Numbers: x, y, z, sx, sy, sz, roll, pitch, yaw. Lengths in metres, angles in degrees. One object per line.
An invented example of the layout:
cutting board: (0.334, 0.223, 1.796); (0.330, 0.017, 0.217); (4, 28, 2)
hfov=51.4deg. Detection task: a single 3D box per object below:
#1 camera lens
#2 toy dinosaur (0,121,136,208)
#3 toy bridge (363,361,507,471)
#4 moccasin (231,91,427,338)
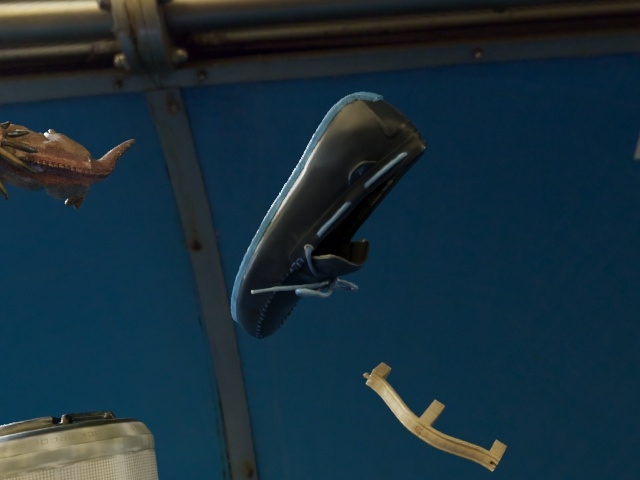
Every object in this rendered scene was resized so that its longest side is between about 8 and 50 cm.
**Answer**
camera lens: (-0.269, 0.325, 0.679); (0.219, 0.219, 0.274); (-10, -106, -7)
toy dinosaur: (-0.365, -0.100, 0.851); (0.296, 0.127, 0.200); (-2, 178, -34)
toy bridge: (0.130, 0.215, 0.803); (0.188, 0.026, 0.063); (32, -157, 19)
moccasin: (0.000, 0.000, 0.763); (0.117, 0.342, 0.138); (37, -147, 14)
